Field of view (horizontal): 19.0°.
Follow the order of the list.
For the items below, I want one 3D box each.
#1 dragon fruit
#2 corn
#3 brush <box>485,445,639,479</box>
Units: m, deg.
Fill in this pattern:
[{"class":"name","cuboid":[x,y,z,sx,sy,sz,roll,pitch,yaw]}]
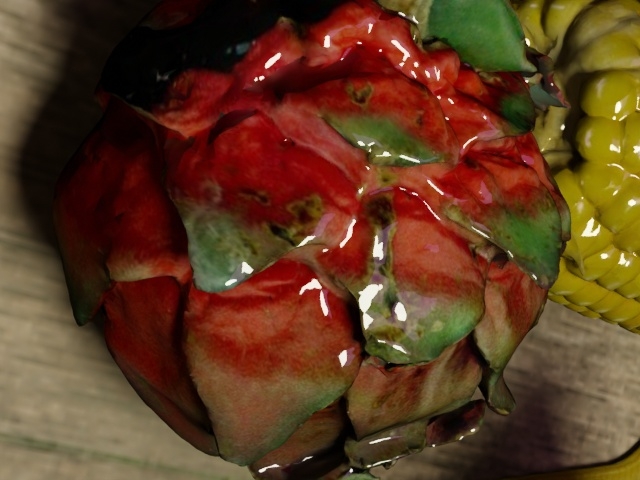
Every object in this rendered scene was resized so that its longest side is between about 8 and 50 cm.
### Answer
[{"class":"dragon fruit","cuboid":[-0.001,-0.009,0.634,0.182,0.182,0.189,6,84,-40]},{"class":"corn","cuboid":[0.190,-0.005,0.817,0.344,0.131,0.131,20,85,-42]},{"class":"brush","cuboid":[0.120,0.115,0.854,0.218,0.010,0.082,-4,100,-38]}]
